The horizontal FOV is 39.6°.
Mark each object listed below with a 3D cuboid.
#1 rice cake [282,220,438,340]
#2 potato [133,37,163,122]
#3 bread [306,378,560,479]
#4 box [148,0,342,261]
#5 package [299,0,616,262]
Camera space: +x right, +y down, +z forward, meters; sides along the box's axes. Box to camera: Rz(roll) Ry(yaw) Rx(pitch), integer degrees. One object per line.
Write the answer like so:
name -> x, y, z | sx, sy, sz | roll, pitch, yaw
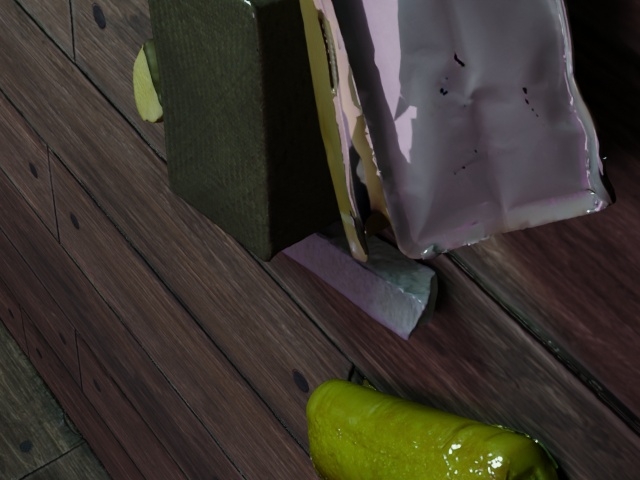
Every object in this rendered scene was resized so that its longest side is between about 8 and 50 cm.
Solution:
rice cake -> 0.000, 0.000, 0.985 | 0.365, 0.056, 0.073 | 31, 133, 41
potato -> -0.195, -0.197, 1.115 | 0.103, 0.066, 0.096 | -9, 92, 64
bread -> 0.105, 0.262, 0.986 | 0.383, 0.112, 0.166 | 6, 120, 55
box -> -0.057, -0.146, 0.871 | 0.184, 0.143, 0.273 | 35, 139, 38
package -> 0.053, -0.153, 0.627 | 0.221, 0.165, 0.311 | -136, 27, -70
